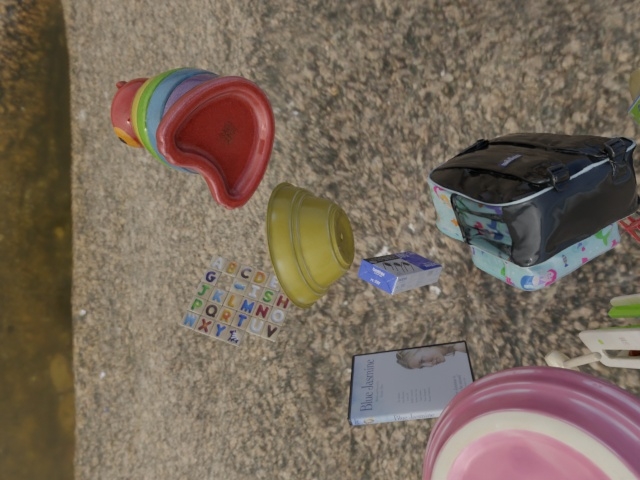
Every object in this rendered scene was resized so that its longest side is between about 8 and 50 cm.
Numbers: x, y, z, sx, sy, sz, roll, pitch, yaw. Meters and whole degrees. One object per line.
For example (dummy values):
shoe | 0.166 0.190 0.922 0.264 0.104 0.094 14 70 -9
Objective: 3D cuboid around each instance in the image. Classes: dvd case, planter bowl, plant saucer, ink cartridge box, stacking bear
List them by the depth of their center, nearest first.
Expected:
plant saucer | 0.247 0.309 0.528 0.332 0.084 0.332 -7 79 43
stacking bear | -0.220 -0.183 0.744 0.289 0.175 0.164 23 75 39
planter bowl | 0.000 0.000 0.811 0.090 0.217 0.217 -11 81 22
dvd case | 0.183 0.287 0.994 0.253 0.180 0.022 -11 119 13
ink cartridge box | 0.187 0.069 1.113 0.097 0.207 0.046 27 111 35

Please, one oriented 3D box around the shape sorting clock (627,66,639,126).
shape sorting clock | 0.509 -0.160 0.680 0.040 0.206 0.206 -35 75 13

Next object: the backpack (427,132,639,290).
backpack | 0.288 -0.060 0.706 0.225 0.253 0.191 -26 118 -15

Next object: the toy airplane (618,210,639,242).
toy airplane | 0.592 -0.030 0.921 0.151 0.151 0.028 48 137 16

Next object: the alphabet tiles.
alphabet tiles | -0.197 0.156 1.197 0.237 0.009 0.198 18 67 10

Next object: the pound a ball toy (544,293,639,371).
pound a ball toy | 0.627 0.218 0.960 0.208 0.319 0.136 -40 83 -12
